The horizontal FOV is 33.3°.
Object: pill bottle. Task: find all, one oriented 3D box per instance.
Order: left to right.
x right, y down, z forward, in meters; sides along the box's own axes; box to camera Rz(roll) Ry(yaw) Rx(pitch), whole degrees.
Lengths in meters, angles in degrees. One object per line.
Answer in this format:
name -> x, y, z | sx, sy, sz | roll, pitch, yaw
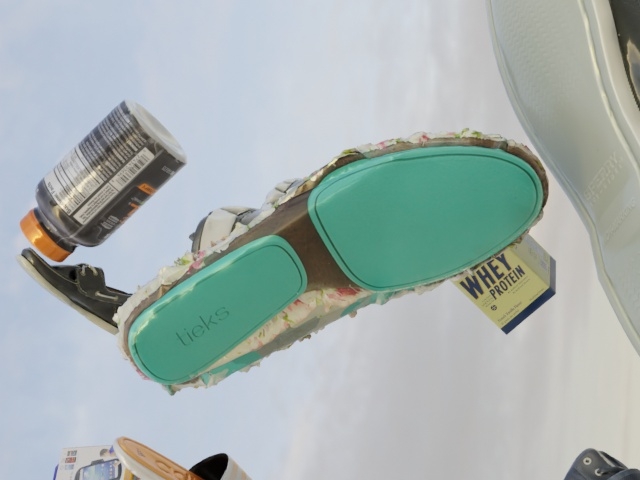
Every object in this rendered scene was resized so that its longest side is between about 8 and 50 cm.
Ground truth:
pill bottle -> -0.322, -0.079, 1.552 | 0.246, 0.130, 0.130 | -42, -23, 7

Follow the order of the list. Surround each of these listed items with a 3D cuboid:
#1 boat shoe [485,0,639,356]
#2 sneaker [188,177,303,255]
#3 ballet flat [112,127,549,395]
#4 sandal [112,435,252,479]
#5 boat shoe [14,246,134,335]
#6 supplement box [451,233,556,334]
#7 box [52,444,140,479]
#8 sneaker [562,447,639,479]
boat shoe -> 0.177, -0.067, 0.585 | 0.114, 0.091, 0.302 | 124, 131, -67
sneaker -> 0.000, 0.000, 0.760 | 0.234, 0.106, 0.078 | -28, -63, -70
ballet flat -> 0.000, 0.002, 0.569 | 0.077, 0.241, 0.091 | -84, -30, -75
sandal -> -0.156, 0.323, 1.455 | 0.265, 0.102, 0.076 | 36, -85, -22
boat shoe -> -0.370, 0.064, 1.626 | 0.079, 0.084, 0.233 | -55, -43, -7
supplement box -> 0.149, 0.019, 0.900 | 0.083, 0.056, 0.083 | 44, -159, -4
box -> -0.316, 0.327, 1.486 | 0.028, 0.136, 0.081 | 66, -158, -51
sneaker -> 0.296, 0.206, 0.863 | 0.086, 0.226, 0.163 | 43, -169, -37
